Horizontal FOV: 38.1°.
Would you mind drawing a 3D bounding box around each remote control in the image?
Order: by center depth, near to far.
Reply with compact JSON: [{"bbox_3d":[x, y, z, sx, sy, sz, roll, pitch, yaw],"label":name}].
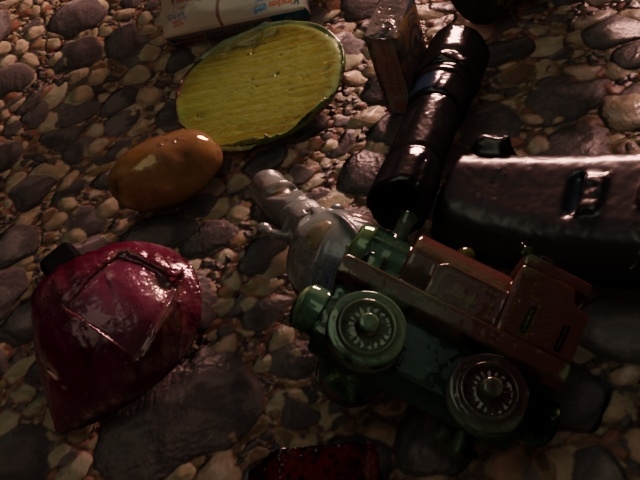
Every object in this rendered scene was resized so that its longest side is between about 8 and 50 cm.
[{"bbox_3d":[-0.328,0.078,1.315,0.063,0.025,0.245,-42,49,-12],"label":"remote control"}]

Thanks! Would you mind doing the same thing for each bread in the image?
[{"bbox_3d":[-0.096,-0.251,1.512,0.301,0.045,0.301,-12,48,13],"label":"bread"}]

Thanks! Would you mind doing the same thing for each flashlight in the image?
[{"bbox_3d":[0.152,-0.160,1.241,0.103,0.103,0.424,0,37,20],"label":"flashlight"}]

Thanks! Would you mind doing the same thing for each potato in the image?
[{"bbox_3d":[-0.228,-0.106,1.387,0.178,0.118,0.109,-29,80,-25],"label":"potato"}]

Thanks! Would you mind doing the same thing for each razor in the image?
[{"bbox_3d":[0.306,-0.035,1.123,0.326,0.107,0.189,8,53,30],"label":"razor"}]

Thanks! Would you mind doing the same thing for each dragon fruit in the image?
[{"bbox_3d":[-0.009,0.292,0.972,0.127,0.120,0.161,5,66,-12],"label":"dragon fruit"}]

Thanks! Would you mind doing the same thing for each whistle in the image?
[{"bbox_3d":[-0.001,0.001,1.206,0.142,0.134,0.346,-36,38,-9],"label":"whistle"}]

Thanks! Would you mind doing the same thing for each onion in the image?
[{"bbox_3d":[-0.283,0.088,1.198,0.247,0.111,0.250,-31,46,1],"label":"onion"}]

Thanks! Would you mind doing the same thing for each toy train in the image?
[{"bbox_3d":[0.129,0.094,1.000,0.304,0.150,0.221,26,64,7],"label":"toy train"}]

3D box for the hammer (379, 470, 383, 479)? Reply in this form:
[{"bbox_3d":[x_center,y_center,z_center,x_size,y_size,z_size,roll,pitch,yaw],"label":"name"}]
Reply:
[{"bbox_3d":[0.056,0.342,0.934,0.103,0.029,0.246,-14,45,7],"label":"hammer"}]

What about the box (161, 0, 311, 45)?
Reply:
[{"bbox_3d":[-0.163,-0.506,1.680,0.273,0.048,0.265,-8,78,13],"label":"box"}]

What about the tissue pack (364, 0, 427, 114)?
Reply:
[{"bbox_3d":[0.120,-0.277,1.384,0.060,0.148,0.109,4,51,25],"label":"tissue pack"}]

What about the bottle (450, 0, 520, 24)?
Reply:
[{"bbox_3d":[0.334,-0.463,1.478,0.271,0.143,0.156,-31,47,-11],"label":"bottle"}]
